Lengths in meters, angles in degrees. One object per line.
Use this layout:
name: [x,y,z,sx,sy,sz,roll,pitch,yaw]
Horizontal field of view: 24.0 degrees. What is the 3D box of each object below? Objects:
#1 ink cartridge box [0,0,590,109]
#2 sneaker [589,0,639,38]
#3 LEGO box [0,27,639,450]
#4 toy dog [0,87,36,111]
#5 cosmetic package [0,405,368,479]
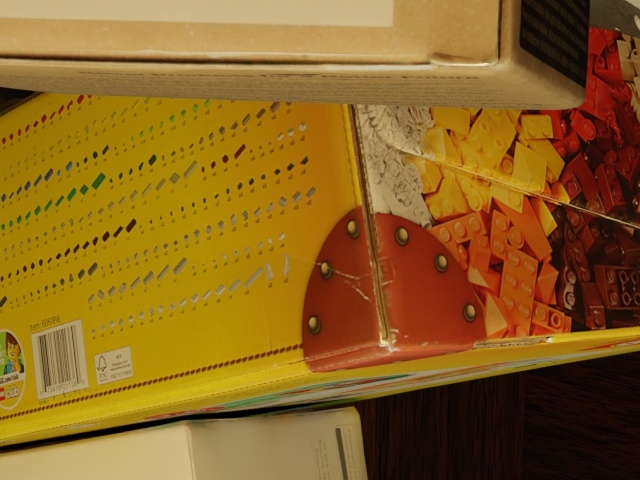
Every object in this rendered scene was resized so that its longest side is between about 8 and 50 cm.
ink cartridge box: [-0.032,-0.095,0.523,0.234,0.088,0.193,4,-178,15]
sneaker: [0.177,-0.069,0.633,0.086,0.132,0.228,0,-177,-39]
LEGO box: [0.000,0.000,0.930,0.372,0.193,0.500,-2,169,-41]
toy dog: [-0.267,-0.117,1.089,0.220,0.161,0.333,-7,172,-15]
cosmetic package: [-0.112,0.199,1.032,0.224,0.138,0.224,-13,169,29]
